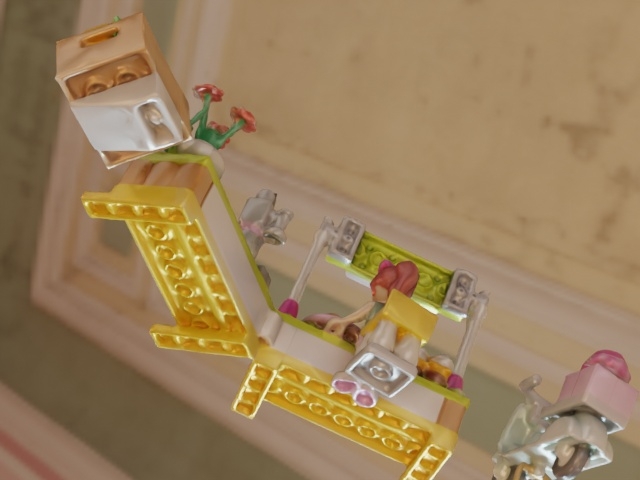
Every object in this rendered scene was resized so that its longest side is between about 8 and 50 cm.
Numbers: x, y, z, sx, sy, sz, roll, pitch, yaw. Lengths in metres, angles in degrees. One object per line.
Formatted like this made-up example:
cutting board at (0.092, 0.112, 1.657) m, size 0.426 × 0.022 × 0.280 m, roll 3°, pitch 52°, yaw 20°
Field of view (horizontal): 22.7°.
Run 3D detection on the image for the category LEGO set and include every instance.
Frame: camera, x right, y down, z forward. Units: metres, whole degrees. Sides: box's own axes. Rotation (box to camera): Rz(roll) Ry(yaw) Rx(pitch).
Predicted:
LEGO set at (0.000, 0.000, 0.672) m, size 0.132 × 0.287 × 0.107 m, roll -29°, pitch -152°, yaw 47°
